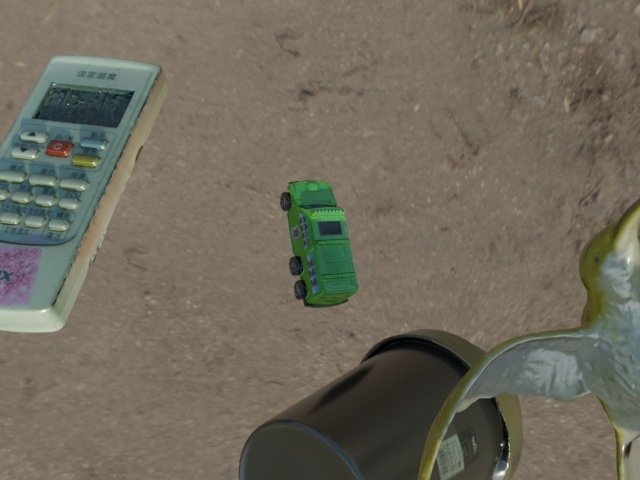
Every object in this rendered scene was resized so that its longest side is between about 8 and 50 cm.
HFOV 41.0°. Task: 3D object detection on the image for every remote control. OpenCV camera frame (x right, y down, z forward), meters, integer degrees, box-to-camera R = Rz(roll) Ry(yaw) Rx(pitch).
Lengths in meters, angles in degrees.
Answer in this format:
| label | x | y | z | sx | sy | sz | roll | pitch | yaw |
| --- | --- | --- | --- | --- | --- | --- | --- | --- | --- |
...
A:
| label | x | y | z | sx | sy | sz | roll | pitch | yaw |
| --- | --- | --- | --- | --- | --- | --- | --- | --- | --- |
| remote control | -0.279 | -0.062 | 0.899 | 0.145 | 0.050 | 0.344 | 7 | 55 | 10 |

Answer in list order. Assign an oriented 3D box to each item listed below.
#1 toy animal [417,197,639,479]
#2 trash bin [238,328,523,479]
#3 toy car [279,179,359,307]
| label | x | y | z | sx | sy | sz | roll | pitch | yaw |
| --- | --- | --- | --- | --- | --- | --- | --- | --- | --- |
| toy animal | 0.152 | 0.045 | 0.391 | 0.219 | 0.155 | 0.095 | -32 | 65 | -23 |
| trash bin | 0.087 | 0.220 | 0.928 | 0.214 | 0.333 | 0.214 | 14 | 113 | 38 |
| toy car | 0.000 | 0.000 | 1.072 | 0.071 | 0.062 | 0.165 | -2 | 76 | -32 |
